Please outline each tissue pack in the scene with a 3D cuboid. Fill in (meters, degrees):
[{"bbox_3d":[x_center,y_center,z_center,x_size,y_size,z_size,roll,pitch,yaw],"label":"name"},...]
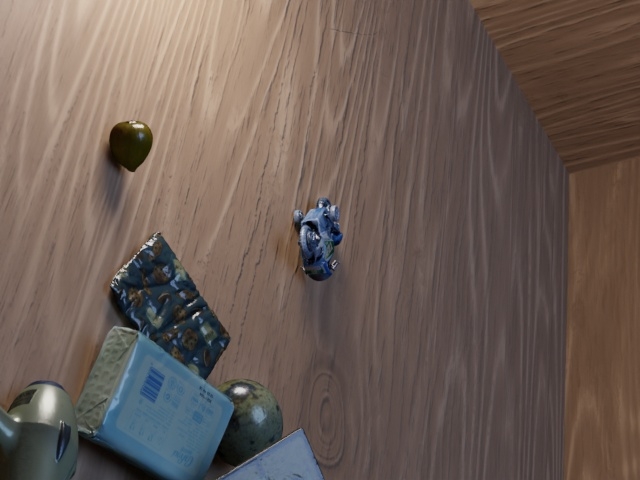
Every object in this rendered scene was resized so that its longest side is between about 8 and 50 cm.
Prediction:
[{"bbox_3d":[-0.262,0.272,1.914,0.263,0.089,0.177,45,60,-46],"label":"tissue pack"}]

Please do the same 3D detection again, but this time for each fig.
[{"bbox_3d":[-0.318,-0.158,2.045,0.074,0.074,0.088,-30,129,-61],"label":"fig"}]

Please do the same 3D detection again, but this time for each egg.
[{"bbox_3d":[-0.134,0.320,2.106,0.182,0.141,0.141,77,21,-44],"label":"egg"}]

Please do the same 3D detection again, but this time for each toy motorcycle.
[{"bbox_3d":[0.000,0.000,2.550,0.254,0.092,0.135,-59,139,-65],"label":"toy motorcycle"}]

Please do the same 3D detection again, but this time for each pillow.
[{"bbox_3d":[-0.251,0.129,2.062,0.255,0.034,0.189,60,32,-19],"label":"pillow"}]

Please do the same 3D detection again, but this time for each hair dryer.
[{"bbox_3d":[-0.425,0.295,1.579,0.298,0.119,0.296,29,36,-49],"label":"hair dryer"}]

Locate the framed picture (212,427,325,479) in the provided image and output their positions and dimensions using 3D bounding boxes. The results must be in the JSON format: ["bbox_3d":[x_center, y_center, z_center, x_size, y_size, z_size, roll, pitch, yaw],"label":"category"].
[{"bbox_3d":[-0.112,0.479,1.880,0.338,0.014,0.255,-27,99,-30],"label":"framed picture"}]
